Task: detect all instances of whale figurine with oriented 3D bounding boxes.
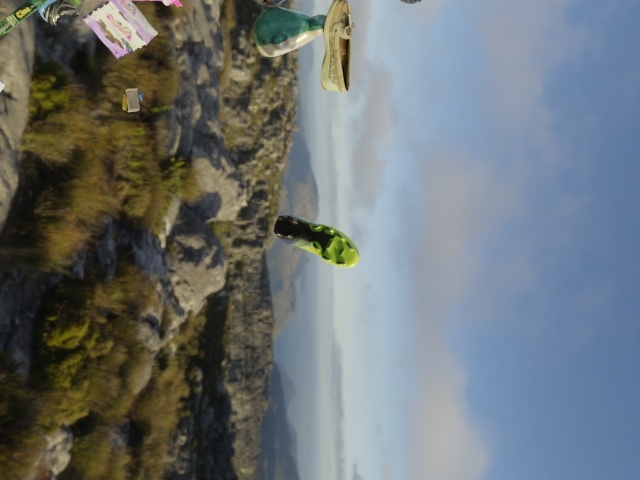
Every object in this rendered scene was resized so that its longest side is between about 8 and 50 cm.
[{"bbox_3d":[-0.100,-0.709,1.817,0.216,0.271,0.141,-55,132,-43],"label":"whale figurine"}]

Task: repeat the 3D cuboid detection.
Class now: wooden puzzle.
[{"bbox_3d":[-0.608,-0.453,1.774,0.116,0.014,0.079,-39,133,-74],"label":"wooden puzzle"}]

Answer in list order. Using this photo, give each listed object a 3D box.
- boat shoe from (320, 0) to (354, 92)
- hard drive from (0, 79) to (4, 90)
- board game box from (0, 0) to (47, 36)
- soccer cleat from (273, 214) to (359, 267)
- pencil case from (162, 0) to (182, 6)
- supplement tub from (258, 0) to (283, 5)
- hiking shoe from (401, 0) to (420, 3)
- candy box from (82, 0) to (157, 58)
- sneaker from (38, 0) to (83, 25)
[{"bbox_3d":[0.068,-0.617,1.746,0.104,0.089,0.286,-28,130,-49],"label":"boat shoe"},{"bbox_3d":[-1.055,-0.480,1.554,0.319,0.210,0.040,49,5,12],"label":"hard drive"},{"bbox_3d":[-0.794,-0.596,1.457,0.136,0.259,0.030,-53,126,-27],"label":"board game box"},{"bbox_3d":[0.000,-0.001,1.528,0.121,0.289,0.094,18,94,-58],"label":"soccer cleat"},{"bbox_3d":[-0.401,-0.546,1.146,0.104,0.236,0.105,19,-64,45],"label":"pencil case"},{"bbox_3d":[-0.186,-0.847,1.670,0.316,0.193,0.194,-51,141,-77],"label":"supplement tub"},{"bbox_3d":[0.175,-0.559,1.083,0.086,0.114,0.227,73,37,-64],"label":"hiking shoe"},{"bbox_3d":[-0.657,-0.704,1.804,0.165,0.196,0.070,51,55,-34],"label":"candy box"},{"bbox_3d":[-0.696,-0.672,1.547,0.078,0.188,0.067,55,-4,-30],"label":"sneaker"}]
